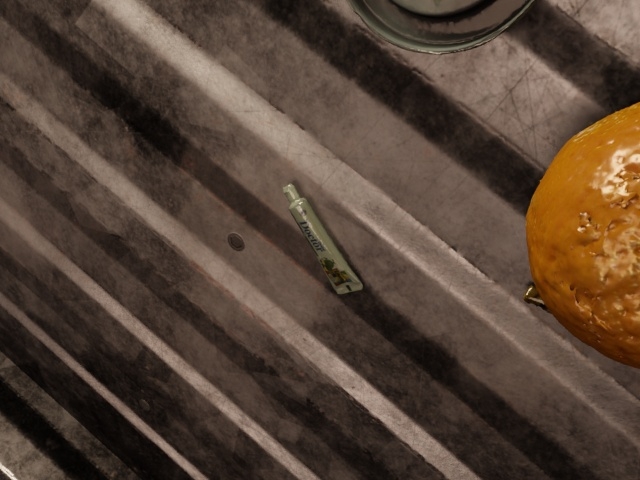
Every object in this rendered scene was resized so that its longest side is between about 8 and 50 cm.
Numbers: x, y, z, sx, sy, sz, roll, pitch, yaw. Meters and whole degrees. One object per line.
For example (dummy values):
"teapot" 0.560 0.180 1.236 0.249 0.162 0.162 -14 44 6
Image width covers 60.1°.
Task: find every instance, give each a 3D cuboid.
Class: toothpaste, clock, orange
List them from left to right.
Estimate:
"toothpaste" 0.000 0.000 1.088 0.067 0.037 0.256 -20 109 36
"clock" 0.164 -0.418 0.731 0.324 0.067 0.325 14 123 23
"orange" 0.425 -0.011 0.671 0.340 0.293 0.341 4 111 11

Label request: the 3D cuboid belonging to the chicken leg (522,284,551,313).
"chicken leg" 0.420 0.114 0.892 0.178 0.070 0.093 23 120 29
